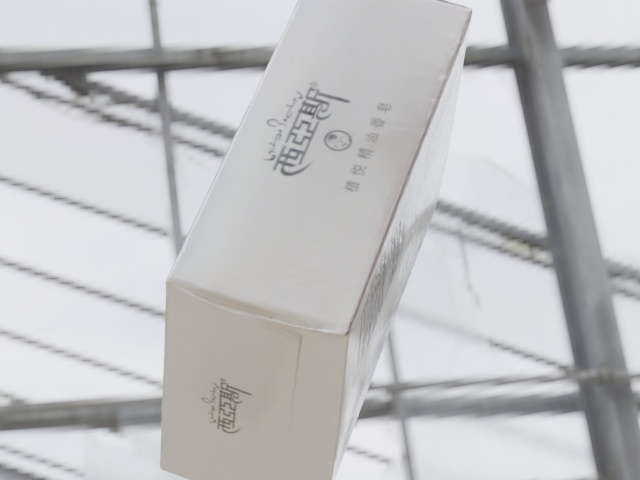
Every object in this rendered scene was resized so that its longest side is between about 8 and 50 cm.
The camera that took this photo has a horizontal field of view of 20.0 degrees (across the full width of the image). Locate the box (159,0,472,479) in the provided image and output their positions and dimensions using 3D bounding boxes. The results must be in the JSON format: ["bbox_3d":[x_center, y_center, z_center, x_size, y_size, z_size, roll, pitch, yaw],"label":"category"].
[{"bbox_3d":[-0.003,0.000,1.131,0.116,0.274,0.203,16,-37,8],"label":"box"}]
